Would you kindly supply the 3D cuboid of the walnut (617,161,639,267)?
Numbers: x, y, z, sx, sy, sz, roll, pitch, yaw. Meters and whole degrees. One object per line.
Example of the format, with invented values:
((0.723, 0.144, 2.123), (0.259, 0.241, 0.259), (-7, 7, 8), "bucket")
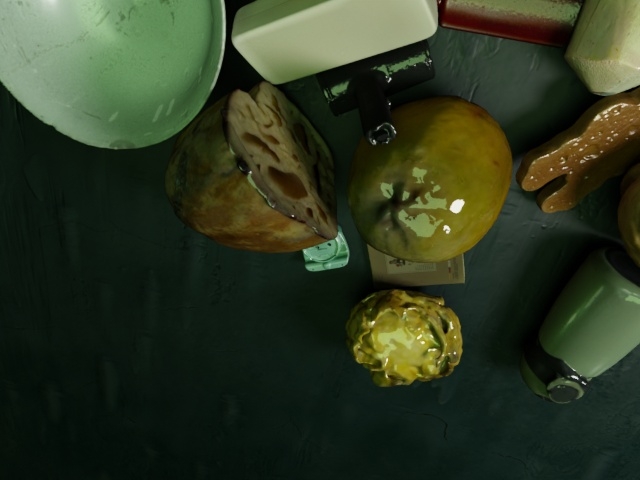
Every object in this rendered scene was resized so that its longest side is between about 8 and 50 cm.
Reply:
((0.622, -0.039, 0.821), (0.224, 0.257, 0.257), (-45, 106, -5), "walnut")

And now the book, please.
((0.205, 0.041, 1.065), (0.199, 0.016, 0.138), (-5, 119, 13), "book")

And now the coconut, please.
((0.456, -0.298, 0.748), (0.147, 0.147, 0.152), (12, 114, 4), "coconut")

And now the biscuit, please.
((0.488, -0.165, 0.851), (0.295, 0.044, 0.186), (-36, 134, 25), "biscuit")

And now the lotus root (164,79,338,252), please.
((-0.136, -0.130, 0.868), (0.250, 0.316, 0.316), (-16, 116, 29), "lotus root")

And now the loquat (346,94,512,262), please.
((0.184, -0.100, 0.835), (0.276, 0.284, 0.275), (16, 124, 25), "loquat")

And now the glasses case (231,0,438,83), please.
((0.017, -0.345, 0.779), (0.313, 0.070, 0.131), (-7, 156, 29), "glasses case")

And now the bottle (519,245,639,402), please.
((0.538, 0.188, 1.002), (0.169, 0.168, 0.346), (19, 124, 0), "bottle")

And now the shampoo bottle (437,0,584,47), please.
((0.269, -0.378, 0.781), (0.261, 0.064, 0.102), (11, 126, 4), "shampoo bottle")

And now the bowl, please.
((-0.330, -0.386, 0.813), (0.435, 0.196, 0.434), (5, 119, 9), "bowl")

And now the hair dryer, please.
((0.093, -0.230, 0.798), (0.197, 0.251, 0.089), (-16, 132, 16), "hair dryer")

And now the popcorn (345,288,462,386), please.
((0.174, 0.211, 1.072), (0.250, 0.190, 0.250), (9, 124, 13), "popcorn")

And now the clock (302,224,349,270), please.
((0.000, 0.000, 1.065), (0.101, 0.041, 0.135), (-11, 117, 17), "clock")
